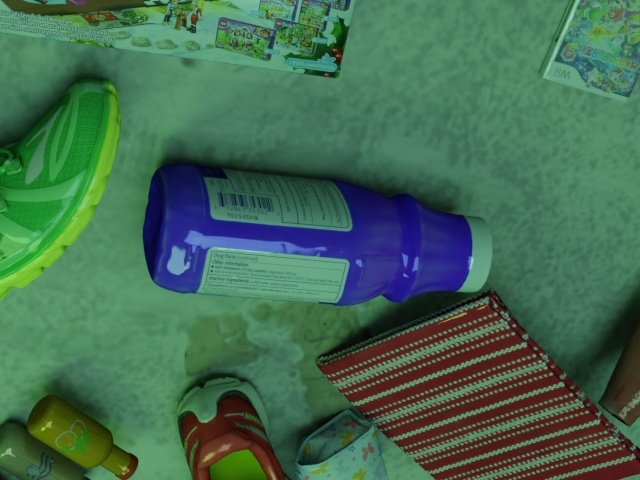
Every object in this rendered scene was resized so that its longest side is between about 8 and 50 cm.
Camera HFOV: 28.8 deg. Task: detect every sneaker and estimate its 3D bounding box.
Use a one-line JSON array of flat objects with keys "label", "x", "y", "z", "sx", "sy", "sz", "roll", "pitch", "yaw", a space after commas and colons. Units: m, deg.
[{"label": "sneaker", "x": -0.064, "y": 0.260, "z": 1.142, "sx": 0.107, "sy": 0.118, "sz": 0.279, "roll": -23, "pitch": 120, "yaw": -1}, {"label": "sneaker", "x": -0.269, "y": -0.020, "z": 0.950, "sx": 0.295, "sy": 0.109, "sz": 0.123, "roll": -41, "pitch": 123, "yaw": 9}]

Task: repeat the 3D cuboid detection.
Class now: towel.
[{"label": "towel", "x": 0.154, "y": 0.161, "z": 1.159, "sx": 0.199, "sy": 0.031, "sz": 0.275, "roll": -26, "pitch": 124, "yaw": 32}]

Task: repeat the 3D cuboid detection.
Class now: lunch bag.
[{"label": "lunch bag", "x": 0.014, "y": 0.210, "z": 1.166, "sx": 0.083, "sy": 0.053, "sz": 0.071, "roll": -34, "pitch": 125, "yaw": -26}]

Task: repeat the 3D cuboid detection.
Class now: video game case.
[{"label": "video game case", "x": 0.247, "y": -0.183, "z": 1.055, "sx": 0.087, "sy": 0.011, "sz": 0.122, "roll": 13, "pitch": 113, "yaw": -20}]

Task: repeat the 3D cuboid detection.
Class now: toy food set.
[{"label": "toy food set", "x": -0.268, "y": 0.253, "z": 1.082, "sx": 0.104, "sy": 0.111, "sz": 0.232, "roll": 39, "pitch": 71, "yaw": -28}]

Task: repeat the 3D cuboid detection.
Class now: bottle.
[{"label": "bottle", "x": 0.000, "y": 0.000, "z": 1.025, "sx": 0.282, "sy": 0.118, "sz": 0.092, "roll": 5, "pitch": 115, "yaw": -18}]

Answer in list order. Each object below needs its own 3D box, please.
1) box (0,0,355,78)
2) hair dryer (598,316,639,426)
[{"label": "box", "x": -0.108, "y": -0.238, "z": 0.908, "sx": 0.293, "sy": 0.057, "sz": 0.201, "roll": 6, "pitch": 116, "yaw": -17}, {"label": "hair dryer", "x": 0.399, "y": 0.109, "z": 1.160, "sx": 0.293, "sy": 0.080, "sz": 0.224, "roll": -12, "pitch": 85, "yaw": -1}]
